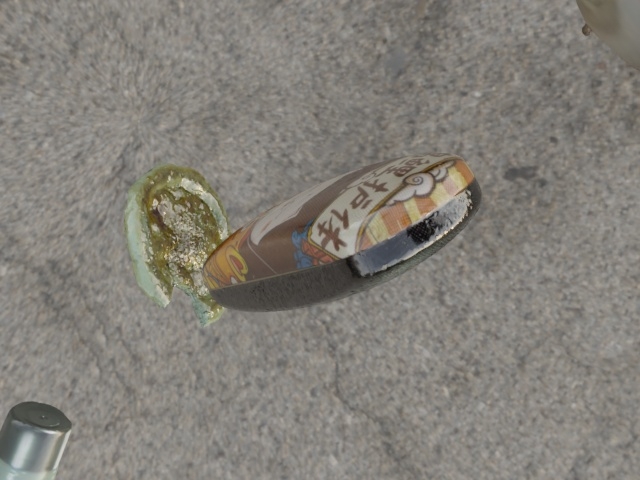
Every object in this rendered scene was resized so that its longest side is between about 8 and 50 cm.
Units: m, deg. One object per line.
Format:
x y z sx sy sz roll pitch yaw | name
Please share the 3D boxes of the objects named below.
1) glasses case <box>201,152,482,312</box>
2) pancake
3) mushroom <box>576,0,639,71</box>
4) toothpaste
0.000 0.000 0.605 0.122 0.321 0.082 -30 97 -28 | glasses case
-0.201 0.001 1.143 0.037 0.253 0.253 -15 105 29 | pancake
0.230 -0.311 0.342 0.397 0.224 0.314 -40 82 8 | mushroom
-0.210 0.210 0.462 0.062 0.039 0.239 18 100 -41 | toothpaste
